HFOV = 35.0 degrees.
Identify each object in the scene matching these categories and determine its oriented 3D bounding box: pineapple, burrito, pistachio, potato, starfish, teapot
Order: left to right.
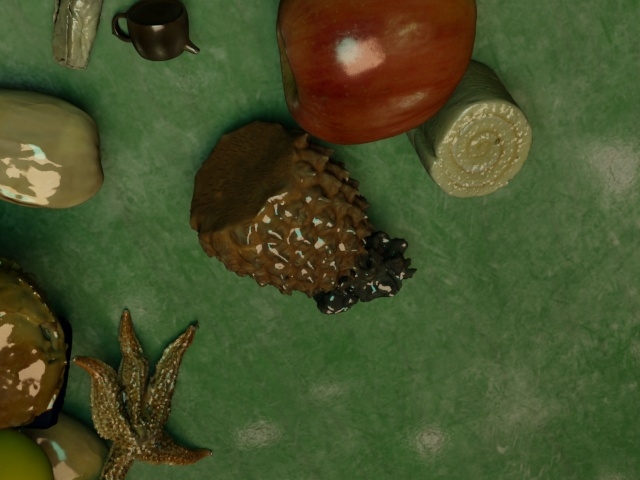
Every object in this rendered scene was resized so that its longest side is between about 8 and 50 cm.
[{"bbox_3d":[-0.383,-0.114,1.273,0.230,0.157,0.157,15,118,-11],"label":"pistachio"},{"bbox_3d":[-0.425,0.342,1.559,0.234,0.150,0.146,37,146,-17],"label":"potato"},{"bbox_3d":[-0.296,-0.299,1.242,0.058,0.045,0.188,-5,123,-38],"label":"burrito"},{"bbox_3d":[-0.261,0.249,1.531,0.302,0.084,0.293,-14,110,-47],"label":"starfish"},{"bbox_3d":[-0.208,-0.258,1.269,0.121,0.076,0.068,11,132,15],"label":"teapot"},{"bbox_3d":[-0.001,0.002,1.399,0.223,0.223,0.357,-40,132,14],"label":"pineapple"}]

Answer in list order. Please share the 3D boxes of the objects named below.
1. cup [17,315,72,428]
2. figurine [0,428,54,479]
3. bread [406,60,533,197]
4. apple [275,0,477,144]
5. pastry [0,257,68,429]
[{"bbox_3d":[-0.475,0.165,1.383,0.256,0.255,0.178,8,79,-17],"label":"cup"},{"bbox_3d":[-0.456,0.404,1.418,0.215,0.187,0.343,-41,141,-29],"label":"figurine"},{"bbox_3d":[0.198,-0.151,1.368,0.134,0.141,0.148,25,115,-27],"label":"bread"},{"bbox_3d":[0.071,-0.238,1.236,0.241,0.242,0.242,-11,123,-6],"label":"apple"},{"bbox_3d":[-0.460,0.123,1.205,0.311,0.162,0.255,0,118,-14],"label":"pastry"}]
